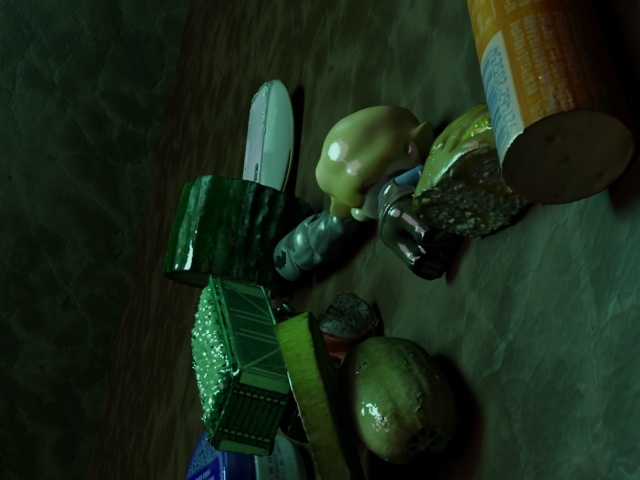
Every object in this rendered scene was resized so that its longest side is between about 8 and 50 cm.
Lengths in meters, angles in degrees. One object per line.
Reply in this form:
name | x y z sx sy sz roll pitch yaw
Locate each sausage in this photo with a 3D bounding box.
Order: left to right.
sausage | 0.157 -0.166 0.908 0.093 0.093 0.312 116 159 -43

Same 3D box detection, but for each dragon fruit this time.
dragon fruit | 0.028 0.097 1.249 0.083 0.060 0.056 -55 -19 -56

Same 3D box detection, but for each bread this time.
bread | 0.130 -0.065 0.973 0.157 0.083 0.094 154 137 -72

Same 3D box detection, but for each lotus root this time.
lotus root | 0.060 0.128 1.048 0.183 0.090 0.077 -118 12 -69

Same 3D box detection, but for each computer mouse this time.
computer mouse | -0.075 -0.109 1.748 0.126 0.056 0.245 138 141 -64

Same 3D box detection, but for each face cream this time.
face cream | -0.088 0.321 1.402 0.206 0.111 0.206 -170 90 -74

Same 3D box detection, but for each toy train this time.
toy train | -0.056 0.143 1.330 0.269 0.154 0.115 -115 37 -65

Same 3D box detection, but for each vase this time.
vase | 0.000 0.000 1.402 0.211 0.060 0.060 145 134 -68

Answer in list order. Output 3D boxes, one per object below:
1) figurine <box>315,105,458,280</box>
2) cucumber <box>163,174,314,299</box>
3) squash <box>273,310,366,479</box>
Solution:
figurine | 0.073 -0.048 1.144 0.196 0.108 0.114 52 142 46
cucumber | -0.109 0.009 1.578 0.191 0.191 0.130 145 143 -68
squash | 0.010 0.172 1.100 0.219 0.041 0.219 161 90 -89
